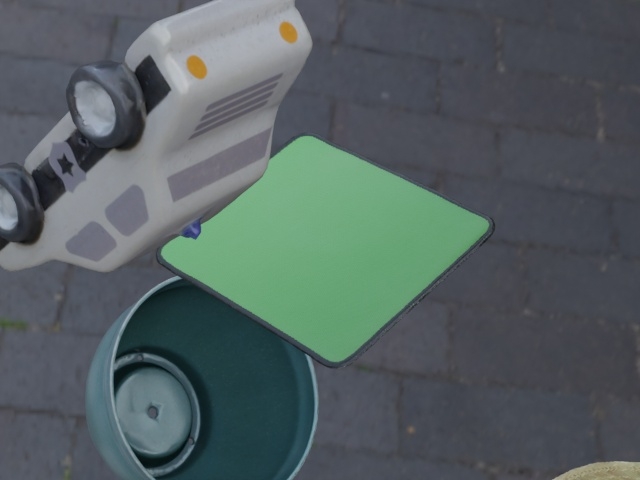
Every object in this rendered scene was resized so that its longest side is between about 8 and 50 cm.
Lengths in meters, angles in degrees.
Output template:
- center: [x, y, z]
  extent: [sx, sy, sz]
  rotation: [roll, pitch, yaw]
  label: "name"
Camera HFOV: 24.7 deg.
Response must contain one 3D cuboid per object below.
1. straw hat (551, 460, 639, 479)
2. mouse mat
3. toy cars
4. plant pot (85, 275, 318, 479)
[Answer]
- center: [0.165, 0.199, 0.796]
  extent: [0.144, 0.061, 0.144]
  rotation: [-12, 52, 15]
  label: "straw hat"
- center: [0.000, 0.000, 0.953]
  extent: [0.152, 0.007, 0.189]
  rotation: [-40, 45, -24]
  label: "mouse mat"
- center: [-0.157, 0.028, 0.644]
  extent: [0.393, 0.176, 0.087]
  rotation: [-33, 87, 6]
  label: "toy cars"
- center: [-0.178, 0.204, 1.839]
  extent: [0.293, 0.196, 0.293]
  rotation: [12, 69, -33]
  label: "plant pot"
